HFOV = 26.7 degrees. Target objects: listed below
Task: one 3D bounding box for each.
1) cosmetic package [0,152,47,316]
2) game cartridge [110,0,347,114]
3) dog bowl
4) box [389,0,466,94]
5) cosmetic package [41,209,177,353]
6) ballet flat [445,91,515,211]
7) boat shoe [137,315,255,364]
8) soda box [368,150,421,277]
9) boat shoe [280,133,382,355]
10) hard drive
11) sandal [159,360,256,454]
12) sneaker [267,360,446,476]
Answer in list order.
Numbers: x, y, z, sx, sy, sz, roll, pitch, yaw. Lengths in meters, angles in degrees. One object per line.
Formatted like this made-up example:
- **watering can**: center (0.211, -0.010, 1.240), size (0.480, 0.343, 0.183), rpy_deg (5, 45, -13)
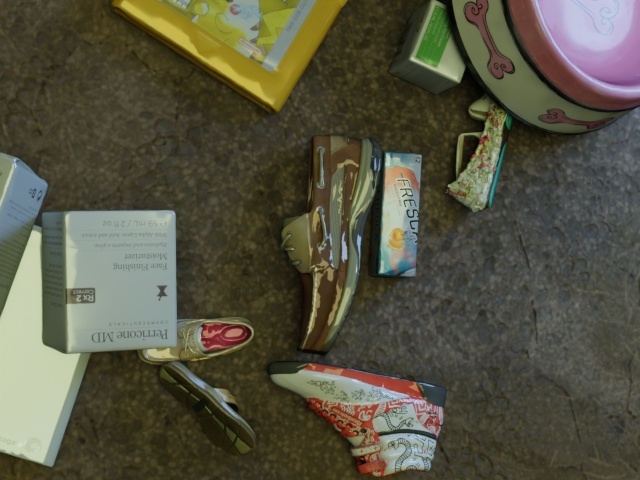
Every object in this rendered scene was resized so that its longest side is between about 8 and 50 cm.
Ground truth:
- **cosmetic package**: center (-0.530, 0.059, 1.754), size (0.217, 0.156, 0.385), rpy_deg (16, 82, 7)
- **game cartridge**: center (-0.100, -0.391, 1.953), size (0.285, 0.052, 0.324), rpy_deg (32, 81, -10)
- **dog bowl**: center (0.389, -0.362, 1.952), size (0.407, 0.150, 0.408), rpy_deg (1, 87, -28)
- **box**: center (0.168, -0.282, 1.982), size (0.087, 0.102, 0.101), rpy_deg (24, 81, -13)
- **cosmetic package**: center (-0.283, 0.052, 1.794), size (0.151, 0.151, 0.184), rpy_deg (-2, 91, -23)
- **ballet flat**: center (0.248, -0.161, 2.008), size (0.077, 0.091, 0.241), rpy_deg (17, 79, 11)
- **boat shoe**: center (-0.174, 0.138, 1.904), size (0.170, 0.059, 0.063), rpy_deg (-12, 90, -13)
- **soda box**: center (0.109, -0.037, 1.976), size (0.058, 0.063, 0.183), rpy_deg (3, 86, -12)
- **boat shoe**: center (0.000, 0.000, 1.930), size (0.119, 0.122, 0.324), rpy_deg (14, 76, -7)
- **hard drive**: center (-0.417, 0.134, 1.859), size (0.203, 0.040, 0.308), rpy_deg (19, 83, -11)
- **sandal**: center (-0.152, 0.230, 1.907), size (0.180, 0.072, 0.049), rpy_deg (47, 44, -9)
- **sneaker**: center (0.046, 0.259, 1.933), size (0.270, 0.090, 0.145), rpy_deg (12, 82, -15)
